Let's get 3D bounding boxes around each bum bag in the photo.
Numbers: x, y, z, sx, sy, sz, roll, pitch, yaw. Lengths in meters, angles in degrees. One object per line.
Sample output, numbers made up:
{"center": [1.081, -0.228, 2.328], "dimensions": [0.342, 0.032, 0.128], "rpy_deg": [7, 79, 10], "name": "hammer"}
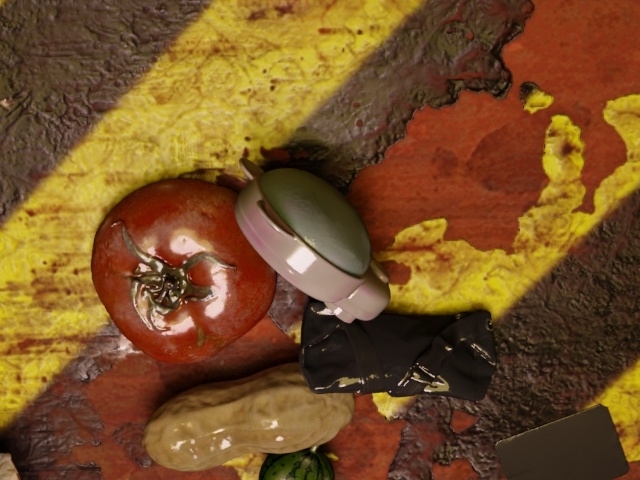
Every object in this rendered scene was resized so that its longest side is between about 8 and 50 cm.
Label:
{"center": [0.097, 0.135, 1.619], "dimensions": [0.248, 0.060, 0.123], "rpy_deg": [-1, 64, -3], "name": "bum bag"}

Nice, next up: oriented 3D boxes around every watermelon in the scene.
{"center": [-0.029, 0.303, 1.674], "dimensions": [0.109, 0.109, 0.109], "rpy_deg": [0, 108, -1], "name": "watermelon"}

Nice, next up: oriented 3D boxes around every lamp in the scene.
{"center": [0.003, -0.001, 1.542], "dimensions": [0.108, 0.179, 0.246], "rpy_deg": [-39, 124, 14], "name": "lamp"}

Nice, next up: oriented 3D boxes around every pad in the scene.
{"center": [0.319, 0.287, 1.729], "dimensions": [0.157, 0.003, 0.112], "rpy_deg": [-21, 108, 5], "name": "pad"}

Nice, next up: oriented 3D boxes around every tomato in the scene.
{"center": [-0.167, 0.046, 1.590], "dimensions": [0.237, 0.095, 0.236], "rpy_deg": [0, 108, -1], "name": "tomato"}

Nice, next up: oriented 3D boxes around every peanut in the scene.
{"center": [-0.091, 0.225, 1.632], "dimensions": [0.275, 0.125, 0.111], "rpy_deg": [-16, 99, 2], "name": "peanut"}

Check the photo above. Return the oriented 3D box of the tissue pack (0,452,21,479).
{"center": [-0.521, 0.442, 1.667], "dimensions": [0.390, 0.195, 0.375], "rpy_deg": [-7, 120, 1], "name": "tissue pack"}
